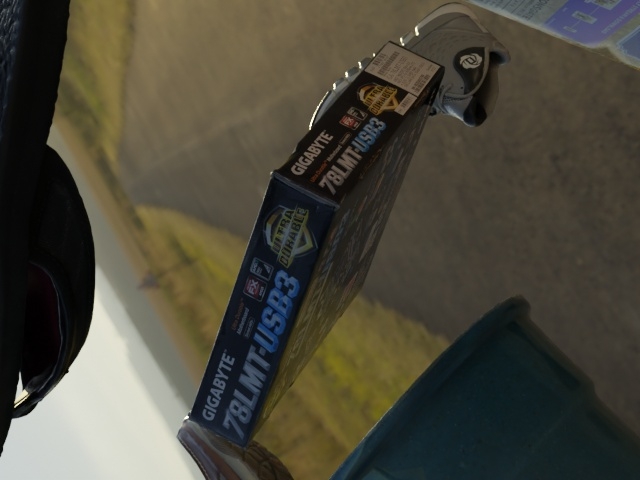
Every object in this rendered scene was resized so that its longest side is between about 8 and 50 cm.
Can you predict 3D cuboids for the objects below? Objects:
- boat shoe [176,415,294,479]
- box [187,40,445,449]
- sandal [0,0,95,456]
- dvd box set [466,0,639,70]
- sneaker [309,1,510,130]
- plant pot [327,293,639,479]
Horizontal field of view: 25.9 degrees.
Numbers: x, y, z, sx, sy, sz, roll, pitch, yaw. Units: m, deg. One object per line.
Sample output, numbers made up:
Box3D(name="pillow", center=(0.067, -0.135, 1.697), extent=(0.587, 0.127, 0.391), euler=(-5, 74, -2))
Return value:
Box3D(name="boat shoe", center=(-0.082, 0.332, 1.685), extent=(0.324, 0.116, 0.123), euler=(40, -173, 38))
Box3D(name="box", center=(0.000, 0.000, 1.292), extent=(0.073, 0.293, 0.296), euler=(27, 127, 10))
Box3D(name="sandal", center=(-0.228, 0.000, 1.096), extent=(0.167, 0.107, 0.446), euler=(-3, 78, 61))
Box3D(name="dvd box set", center=(0.319, -0.156, 0.879), extent=(0.420, 0.062, 0.307), euler=(20, 167, -6))
Box3D(name="sneaker", center=(0.102, -0.143, 1.451), extent=(0.132, 0.228, 0.086), euler=(47, 179, 38))
Box3D(name="plant pot", center=(0.168, 0.272, 0.992), extent=(0.334, 0.341, 0.341), euler=(39, 168, 17))
